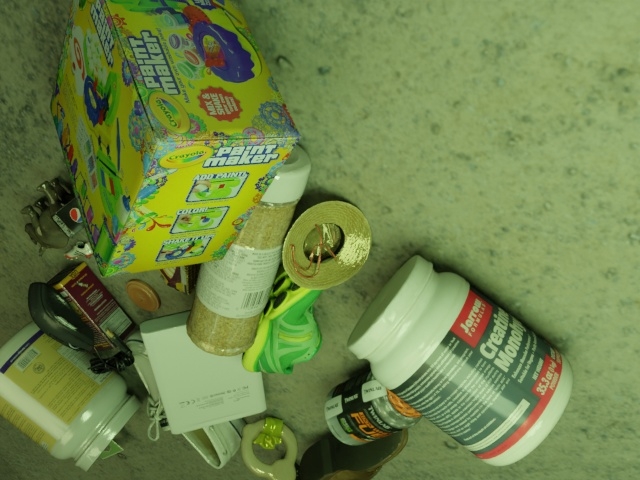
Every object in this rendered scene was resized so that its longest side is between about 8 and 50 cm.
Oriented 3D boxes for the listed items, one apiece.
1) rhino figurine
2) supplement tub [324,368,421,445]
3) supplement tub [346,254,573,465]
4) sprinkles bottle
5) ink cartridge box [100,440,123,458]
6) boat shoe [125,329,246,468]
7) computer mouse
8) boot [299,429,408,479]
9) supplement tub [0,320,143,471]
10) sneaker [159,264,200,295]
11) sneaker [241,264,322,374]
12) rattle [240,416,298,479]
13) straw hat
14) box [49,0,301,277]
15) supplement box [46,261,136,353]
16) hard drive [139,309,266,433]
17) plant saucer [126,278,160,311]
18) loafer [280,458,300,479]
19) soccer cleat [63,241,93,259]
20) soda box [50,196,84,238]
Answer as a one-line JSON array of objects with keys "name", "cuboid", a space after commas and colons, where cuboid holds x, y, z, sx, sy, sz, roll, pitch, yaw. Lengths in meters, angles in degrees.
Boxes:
[{"name": "rhino figurine", "cuboid": [-0.541, -0.034, 1.351, 0.106, 0.073, 0.243, 49, 137, -8]}, {"name": "supplement tub", "cuboid": [0.102, 0.280, 1.170, 0.117, 0.117, 0.190, 44, 137, -7]}, {"name": "supplement tub", "cuboid": [0.195, 0.167, 0.957, 0.272, 0.191, 0.191, 37, 137, -1]}, {"name": "sprinkles bottle", "cuboid": [-0.117, 0.015, 1.028, 0.121, 0.121, 0.355, 27, 123, 11]}, {"name": "ink cartridge box", "cuboid": [-0.661, 0.514, 1.915, 0.235, 0.056, 0.171, 44, 137, -12]}, {"name": "boat shoe", "cuboid": [-0.324, 0.371, 1.496, 0.136, 0.156, 0.367, -21, 113, 42]}, {"name": "computer mouse", "cuboid": [-0.511, 0.195, 1.416, 0.184, 0.060, 0.262, -13, 118, 40]}, {"name": "boot", "cuboid": [0.087, 0.419, 1.339, 0.115, 0.112, 0.305, 20, 139, -28]}, {"name": "supplement tub", "cuboid": [-0.626, 0.373, 1.634, 0.331, 0.241, 0.241, 40, 137, -3]}, {"name": "sneaker", "cuboid": [-0.266, 0.024, 1.223, 0.084, 0.069, 0.185, 19, 134, 11]}, {"name": "sneaker", "cuboid": [-0.046, 0.137, 1.172, 0.124, 0.109, 0.295, 17, 137, -12]}, {"name": "rattle", "cuboid": [-0.113, 0.492, 1.444, 0.143, 0.130, 0.199, -44, 61, 37]}, {"name": "straw hat", "cuboid": [0.000, 0.000, 1.024, 0.144, 0.145, 0.061, 62, 170, -25]}, {"name": "box", "cuboid": [-0.204, -0.153, 0.856, 0.279, 0.177, 0.289, -50, 56, 48]}, {"name": "supplement box", "cuboid": [-0.511, 0.151, 1.483, 0.104, 0.080, 0.188, -17, 115, 40]}, {"name": "hard drive", "cuboid": [-0.221, 0.254, 1.328, 0.203, 0.040, 0.307, -12, 130, -11]}, {"name": "plant saucer", "cuboid": [-0.373, 0.117, 1.415, 0.084, 0.013, 0.083, 18, 135, 20]}, {"name": "loafer", "cuboid": [-0.030, 0.589, 1.565, 0.220, 0.080, 0.078, 49, 160, 1]}, {"name": "soccer cleat", "cuboid": [-0.505, 0.019, 1.408, 0.083, 0.029, 0.035, -2, 116, 31]}, {"name": "soda box", "cuboid": [-0.402, -0.072, 1.207, 0.169, 0.060, 0.053, -29, 108, 27]}]
